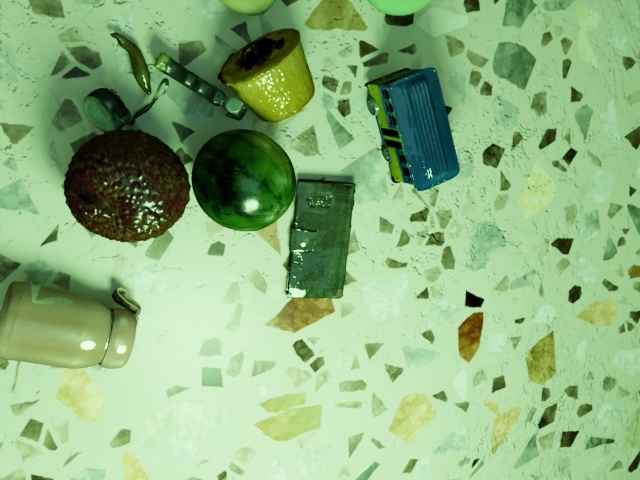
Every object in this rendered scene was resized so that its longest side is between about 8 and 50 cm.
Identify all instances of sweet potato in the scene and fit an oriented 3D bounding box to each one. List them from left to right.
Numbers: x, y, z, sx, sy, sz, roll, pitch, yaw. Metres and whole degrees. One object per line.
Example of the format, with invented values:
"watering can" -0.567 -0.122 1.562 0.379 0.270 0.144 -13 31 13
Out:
"sweet potato" -0.413 -0.400 1.454 0.041 0.038 0.153 -40 114 -32

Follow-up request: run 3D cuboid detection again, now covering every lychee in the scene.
"lychee" -0.420 -0.120 1.417 0.260 0.260 0.261 -5 105 -20

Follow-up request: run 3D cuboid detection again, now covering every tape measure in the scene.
"tape measure" -0.434 -0.320 1.450 0.107 0.104 0.180 49 67 -13

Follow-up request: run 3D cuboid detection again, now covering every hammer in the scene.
"hammer" -0.270 -0.348 1.484 0.226 0.159 0.041 31 90 -6

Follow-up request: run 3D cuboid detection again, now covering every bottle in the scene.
"bottle" -0.569 0.188 1.479 0.297 0.173 0.206 15 64 -23

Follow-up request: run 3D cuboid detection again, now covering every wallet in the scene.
"wallet" 0.000 0.000 1.711 0.169 0.044 0.317 3 102 -20

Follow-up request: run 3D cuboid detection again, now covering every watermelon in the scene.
"watermelon" -0.177 -0.138 1.501 0.242 0.242 0.242 -5 105 -20

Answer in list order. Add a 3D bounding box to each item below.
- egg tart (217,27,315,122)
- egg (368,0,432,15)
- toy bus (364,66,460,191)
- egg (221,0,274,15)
"egg tart" -0.114 -0.378 1.491 0.215 0.215 0.171 -38 125 -8
"egg" 0.202 -0.665 1.520 0.220 0.220 0.270 27 94 -25
"toy bus" 0.234 -0.285 1.656 0.138 0.175 0.288 -24 111 -15
"egg" -0.177 -0.594 1.430 0.164 0.164 0.201 -43 124 -6
